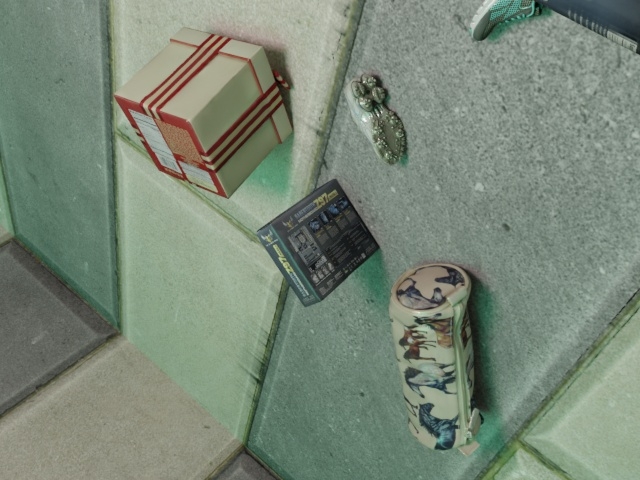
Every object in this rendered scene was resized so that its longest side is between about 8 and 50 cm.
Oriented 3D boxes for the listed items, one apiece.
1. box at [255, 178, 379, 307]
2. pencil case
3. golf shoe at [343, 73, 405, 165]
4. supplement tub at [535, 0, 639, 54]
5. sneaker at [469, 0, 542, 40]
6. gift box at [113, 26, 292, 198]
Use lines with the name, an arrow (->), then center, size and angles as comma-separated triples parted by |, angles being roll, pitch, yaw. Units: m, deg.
box -> 0.000, 0.000, 1.373 | 0.059, 0.232, 0.183 | -26, 100, 45
pencil case -> 0.245, 0.244, 1.377 | 0.183, 0.160, 0.410 | 21, 132, 44
golf shoe -> 0.099, -0.224, 1.254 | 0.086, 0.069, 0.176 | 7, 123, 66
supplement tub -> 0.382, -0.326, 0.776 | 0.272, 0.191, 0.191 | 36, 139, 19
sneaker -> 0.282, -0.343, 0.968 | 0.076, 0.065, 0.166 | 44, 142, 4
gift box -> -0.225, -0.264, 1.385 | 0.255, 0.258, 0.276 | 25, 154, 26
